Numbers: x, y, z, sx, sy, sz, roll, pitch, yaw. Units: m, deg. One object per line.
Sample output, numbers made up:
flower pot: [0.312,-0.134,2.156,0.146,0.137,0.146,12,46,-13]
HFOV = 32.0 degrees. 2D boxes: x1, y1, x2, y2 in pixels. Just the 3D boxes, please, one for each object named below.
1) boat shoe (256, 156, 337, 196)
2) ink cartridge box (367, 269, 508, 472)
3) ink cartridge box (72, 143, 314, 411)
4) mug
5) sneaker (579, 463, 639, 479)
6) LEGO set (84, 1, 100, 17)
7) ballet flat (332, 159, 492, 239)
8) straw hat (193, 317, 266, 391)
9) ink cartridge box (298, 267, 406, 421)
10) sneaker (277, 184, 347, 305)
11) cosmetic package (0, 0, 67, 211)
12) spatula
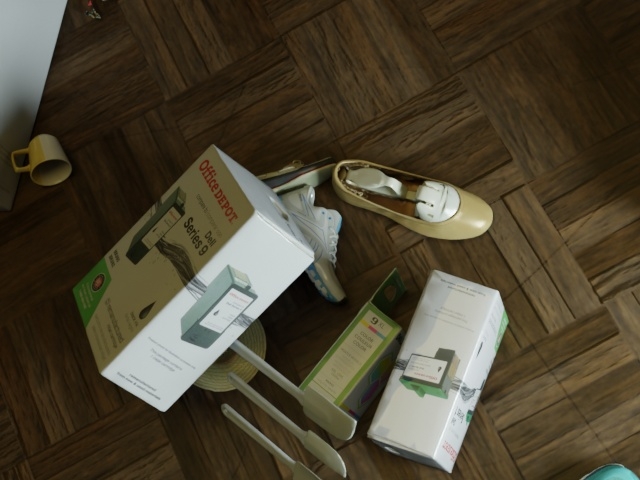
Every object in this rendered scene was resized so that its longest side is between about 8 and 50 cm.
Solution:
boat shoe: [-0.041,-0.091,1.591,0.137,0.049,0.043,-23,66,11]
ink cartridge box: [0.150,0.168,1.392,0.092,0.160,0.219,18,78,19]
ink cartridge box: [-0.173,0.043,1.471,0.289,0.121,0.211,-46,36,7]
mug: [-0.420,-0.128,1.687,0.062,0.078,0.064,-41,55,28]
sneaker: [0.288,0.373,1.308,0.107,0.110,0.275,39,74,22]
LEGO set: [-0.348,-0.393,1.787,0.054,0.023,0.083,39,98,25]
ballet flat: [0.119,-0.058,1.523,0.232,0.073,0.080,15,77,18]
straw hat: [-0.149,0.134,1.533,0.144,0.061,0.145,-4,72,13]
ink cartridge box: [0.063,0.147,1.449,0.062,0.109,0.209,36,83,22]
sneaker: [0.000,0.000,1.538,0.083,0.071,0.191,-28,68,-2]
cosmetic package: [-0.532,-0.260,1.683,0.156,0.217,0.385,5,72,16]
spatula: [-0.051,0.232,1.424,0.019,0.168,0.242,-25,43,-38]
